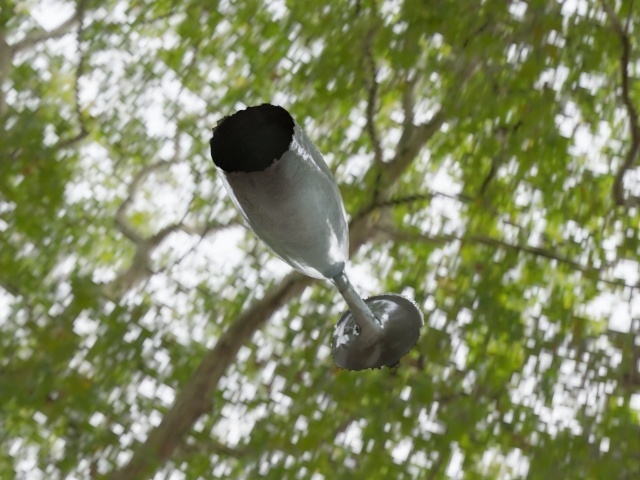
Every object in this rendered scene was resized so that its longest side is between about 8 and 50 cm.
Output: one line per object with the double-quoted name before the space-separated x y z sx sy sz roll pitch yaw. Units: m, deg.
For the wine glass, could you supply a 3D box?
"wine glass" 0.000 0.000 0.979 0.066 0.066 0.198 -8 -40 21
